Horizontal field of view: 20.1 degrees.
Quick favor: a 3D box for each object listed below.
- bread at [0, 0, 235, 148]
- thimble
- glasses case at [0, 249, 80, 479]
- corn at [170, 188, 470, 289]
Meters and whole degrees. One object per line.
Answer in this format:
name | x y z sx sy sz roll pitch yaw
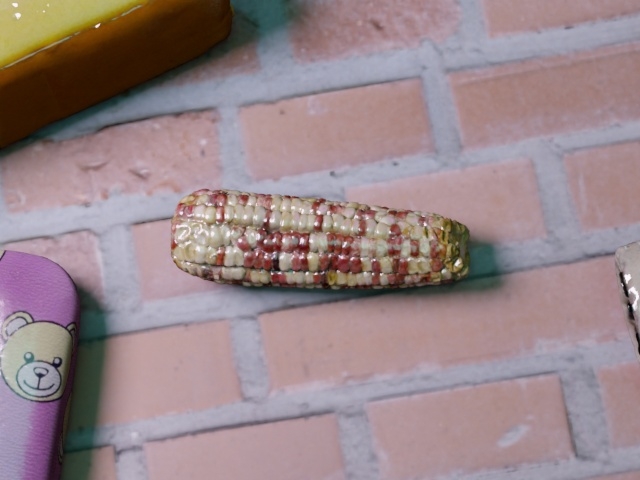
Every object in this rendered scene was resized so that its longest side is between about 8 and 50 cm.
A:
bread | -0.242 -0.138 1.443 0.361 0.138 0.077 -25 75 -1
thimble | 0.276 0.051 1.380 0.090 0.102 0.115 -14 70 2
glasses case | -0.264 0.163 1.414 0.123 0.076 0.316 6 79 6
corn | 0.000 0.000 1.427 0.237 0.079 0.079 2 79 5
